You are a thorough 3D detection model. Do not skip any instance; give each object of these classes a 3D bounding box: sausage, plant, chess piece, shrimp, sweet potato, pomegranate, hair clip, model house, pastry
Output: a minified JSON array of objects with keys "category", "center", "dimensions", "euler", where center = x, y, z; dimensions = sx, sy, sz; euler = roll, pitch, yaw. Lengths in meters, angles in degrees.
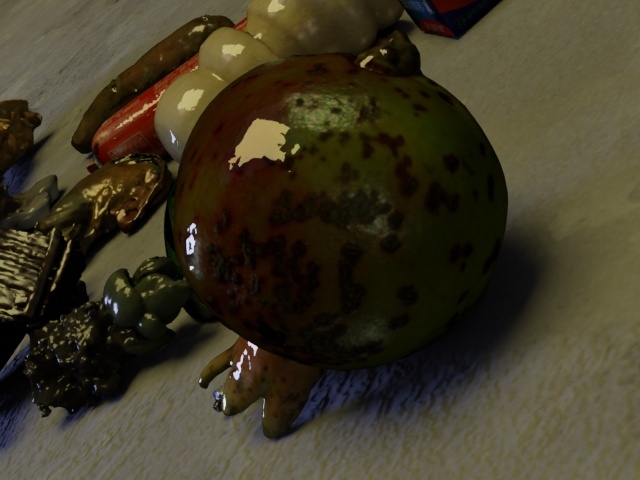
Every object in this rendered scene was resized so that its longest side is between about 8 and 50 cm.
[{"category":"sausage","center":[-0.142,-0.151,1.266],"dimensions":[0.274,0.074,0.074],"euler":[-32,26,15]},{"category":"plant","center":[-0.162,0.071,0.918],"dimensions":[0.174,0.087,0.085],"euler":[-38,61,24]},{"category":"chess piece","center":[-0.052,-0.173,1.131],"dimensions":[0.261,0.143,0.143],"euler":[-49,26,-6]},{"category":"shrimp","center":[-0.254,-0.002,1.182],"dimensions":[0.117,0.066,0.262],"euler":[0,47,54]},{"category":"sweet potato","center":[-0.203,-0.190,1.425],"dimensions":[0.273,0.075,0.075],"euler":[-29,27,26]},{"category":"pomegranate","center":[-0.007,-0.005,0.712],"dimensions":[0.246,0.198,0.198],"euler":[-43,17,42]},{"category":"hair clip","center":[-0.415,-0.023,1.440],"dimensions":[0.257,0.075,0.146],"euler":[-23,26,45]},{"category":"model house","center":[-0.274,0.080,1.021],"dimensions":[0.164,0.141,0.203],"euler":[12,73,45]},{"category":"pastry","center":[-0.478,-0.113,1.595],"dimensions":[0.154,0.102,0.250],"euler":[-25,16,20]}]

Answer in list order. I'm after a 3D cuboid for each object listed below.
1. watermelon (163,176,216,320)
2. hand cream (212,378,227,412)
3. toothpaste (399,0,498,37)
[{"category":"watermelon","center":[-0.080,0.000,0.949],"dimensions":[0.094,0.125,0.135],"euler":[-17,-5,-25]},{"category":"hand cream","center":[-0.040,0.083,0.806],"dimensions":[0.093,0.019,0.030],"euler":[-43,22,-25]},{"category":"toothpaste","center":[0.206,-0.312,1.072],"dimensions":[0.320,0.066,0.076],"euler":[-42,25,-5]}]
